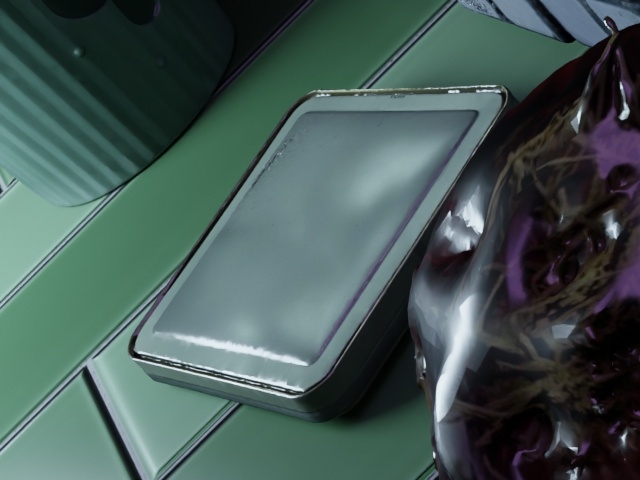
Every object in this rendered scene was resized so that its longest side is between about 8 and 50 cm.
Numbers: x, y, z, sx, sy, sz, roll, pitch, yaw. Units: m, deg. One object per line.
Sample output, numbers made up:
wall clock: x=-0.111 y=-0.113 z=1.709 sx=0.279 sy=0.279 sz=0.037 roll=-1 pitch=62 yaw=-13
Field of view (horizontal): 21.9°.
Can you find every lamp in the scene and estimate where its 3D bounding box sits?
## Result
lamp: x=0.000 y=0.000 z=1.185 sx=0.269 sy=0.047 sz=0.266 roll=6 pitch=56 yaw=56

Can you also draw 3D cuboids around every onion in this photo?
onion: x=0.178 y=0.059 z=0.705 sx=0.314 sy=0.232 sz=0.314 roll=-24 pitch=58 yaw=45

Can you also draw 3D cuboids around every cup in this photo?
cup: x=-0.273 y=-0.283 z=1.561 sx=0.401 sy=0.392 sz=0.310 roll=-47 pitch=28 yaw=-4

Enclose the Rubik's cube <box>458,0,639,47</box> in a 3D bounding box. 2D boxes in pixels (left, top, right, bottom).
Rubik's cube: x=0.183 y=-0.353 z=1.095 sx=0.344 sy=0.344 sz=0.337 roll=-47 pitch=28 yaw=-4
